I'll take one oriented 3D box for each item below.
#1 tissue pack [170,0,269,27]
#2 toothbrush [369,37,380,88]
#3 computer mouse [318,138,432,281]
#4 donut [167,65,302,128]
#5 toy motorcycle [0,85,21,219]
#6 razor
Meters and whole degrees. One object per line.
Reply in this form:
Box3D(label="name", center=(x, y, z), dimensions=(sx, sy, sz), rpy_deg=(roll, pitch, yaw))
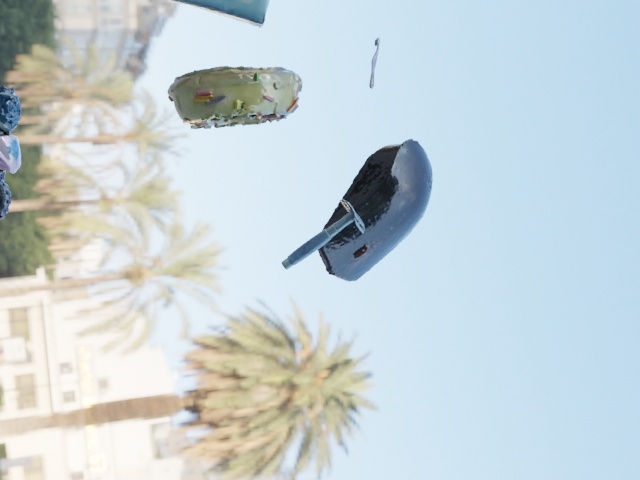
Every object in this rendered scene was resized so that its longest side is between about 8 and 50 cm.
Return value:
Box3D(label="tissue pack", center=(-0.198, -0.467, 1.621), dimensions=(0.089, 0.263, 0.177), rpy_deg=(-117, -139, -83))
Box3D(label="toothbrush", center=(0.104, -0.343, 1.920), dimensions=(0.013, 0.011, 0.131), rpy_deg=(-31, -140, 44))
Box3D(label="computer mouse", center=(0.115, -0.049, 1.832), dimensions=(0.087, 0.295, 0.168), rpy_deg=(28, -13, 39))
Box3D(label="donut", center=(-0.105, -0.178, 1.249), dimensions=(0.174, 0.174, 0.068), rpy_deg=(-179, -95, -69))
Box3D(label="toy motorcycle", center=(-0.529, -0.166, 1.509), dimensions=(0.204, 0.239, 0.108), rpy_deg=(-52, -178, 17))
Box3D(label="razor", center=(0.000, 0.000, 1.475), dimensions=(0.040, 0.135, 0.068), rpy_deg=(54, 2, 25))
